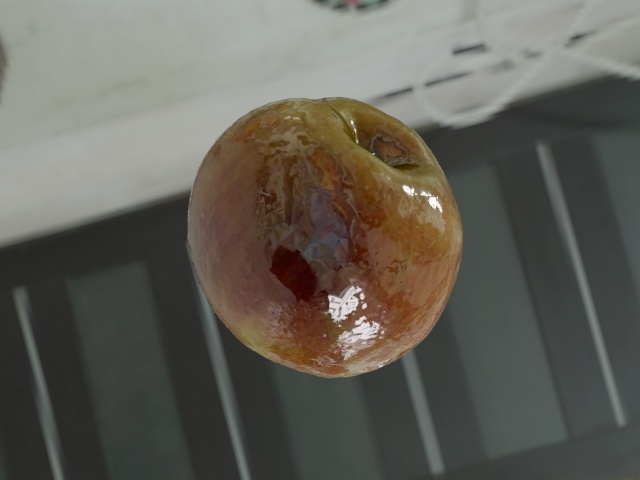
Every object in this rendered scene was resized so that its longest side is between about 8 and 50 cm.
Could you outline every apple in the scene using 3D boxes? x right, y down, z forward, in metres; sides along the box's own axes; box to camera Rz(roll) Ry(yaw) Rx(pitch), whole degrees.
[{"bbox_3d":[0.000,0.000,1.270,0.195,0.173,0.160,35,29,1],"label":"apple"}]
